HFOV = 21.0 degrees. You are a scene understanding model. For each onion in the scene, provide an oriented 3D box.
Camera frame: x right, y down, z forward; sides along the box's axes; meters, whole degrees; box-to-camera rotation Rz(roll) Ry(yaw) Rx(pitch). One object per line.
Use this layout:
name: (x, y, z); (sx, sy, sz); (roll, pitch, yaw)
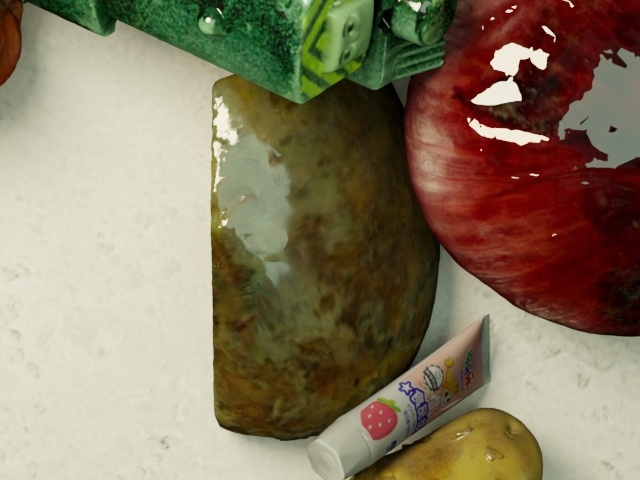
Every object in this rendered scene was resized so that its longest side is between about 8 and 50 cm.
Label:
onion: (0.243, -0.085, 1.276); (0.348, 0.285, 0.347); (-3, 99, -20)

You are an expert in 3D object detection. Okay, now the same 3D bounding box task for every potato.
potato: (0.098, 0.209, 1.346); (0.176, 0.137, 0.137); (-28, 96, -4)

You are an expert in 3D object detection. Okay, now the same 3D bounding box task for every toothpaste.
toothpaste: (0.070, 0.127, 1.340); (0.194, 0.043, 0.067); (-31, 129, -37)

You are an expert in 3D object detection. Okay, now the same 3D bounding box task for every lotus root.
lotus root: (-0.001, 0.001, 1.320); (0.210, 0.142, 0.314); (-12, 96, -8)

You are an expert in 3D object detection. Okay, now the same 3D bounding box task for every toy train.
toy train: (-0.069, -0.197, 1.216); (0.330, 0.178, 0.138); (27, 132, 27)

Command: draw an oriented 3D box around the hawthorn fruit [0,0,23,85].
hawthorn fruit: (-0.340, -0.195, 1.248); (0.243, 0.207, 0.207); (6, 92, 10)
